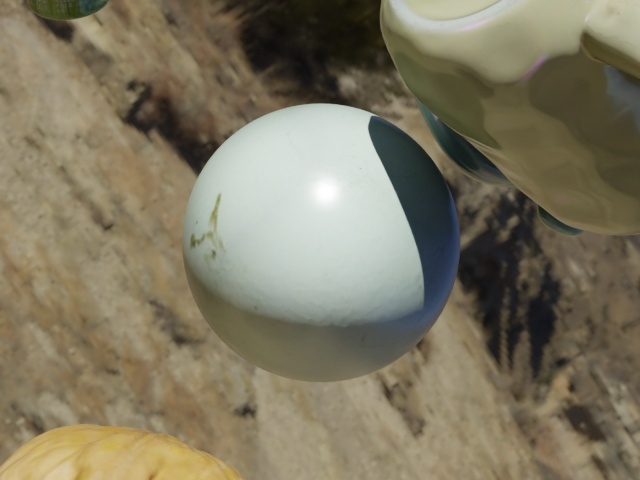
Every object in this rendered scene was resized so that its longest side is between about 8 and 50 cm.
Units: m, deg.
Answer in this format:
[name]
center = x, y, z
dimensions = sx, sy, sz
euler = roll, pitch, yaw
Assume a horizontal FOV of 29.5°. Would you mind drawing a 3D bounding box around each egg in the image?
[egg]
center = 0.000, 0.000, 0.821
dimensions = 0.183, 0.183, 0.264
euler = 57, 1, -4

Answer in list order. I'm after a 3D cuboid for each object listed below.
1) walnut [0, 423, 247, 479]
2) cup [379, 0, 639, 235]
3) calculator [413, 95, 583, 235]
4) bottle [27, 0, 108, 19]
[walnut]
center = -0.121, 0.210, 0.675
dimensions = 0.195, 0.195, 0.222
euler = 48, 46, -41
[cup]
center = 0.155, -0.089, 0.688
dimensions = 0.202, 0.173, 0.255
euler = 37, 27, -40
[calculator]
center = 0.141, -0.140, 0.883
dimensions = 0.299, 0.185, 0.041
euler = 67, -25, 6
[bottle]
center = -0.275, -0.384, 1.216
dimensions = 0.093, 0.093, 0.330
euler = -112, -164, -46
